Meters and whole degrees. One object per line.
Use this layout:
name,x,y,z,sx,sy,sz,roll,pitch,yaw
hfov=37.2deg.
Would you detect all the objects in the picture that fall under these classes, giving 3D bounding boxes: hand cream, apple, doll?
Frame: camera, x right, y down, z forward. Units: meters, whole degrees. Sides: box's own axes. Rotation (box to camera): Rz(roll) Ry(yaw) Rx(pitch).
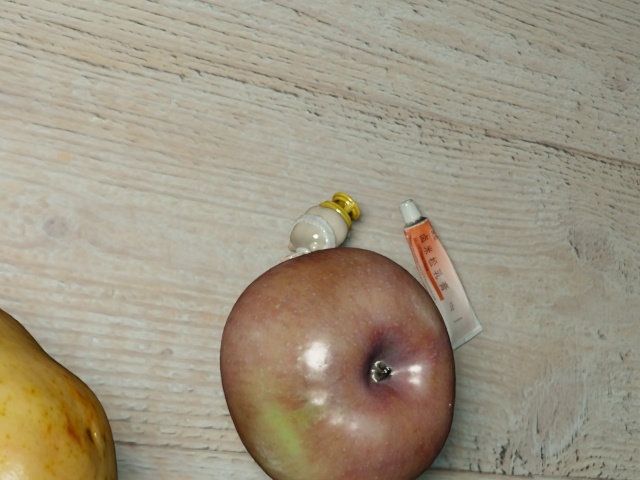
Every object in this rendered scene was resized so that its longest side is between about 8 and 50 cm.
hand cream,0.161,0.044,1.329,0.052,0.038,0.216,-26,95,-1
apple,0.024,0.154,1.121,0.305,0.235,0.306,5,76,-23
doll,0.000,0.000,1.241,0.127,0.073,0.084,-45,131,-28

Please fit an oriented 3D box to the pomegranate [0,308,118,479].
pomegranate,-0.374,0.240,0.846,0.411,0.411,0.412,6,76,-24
